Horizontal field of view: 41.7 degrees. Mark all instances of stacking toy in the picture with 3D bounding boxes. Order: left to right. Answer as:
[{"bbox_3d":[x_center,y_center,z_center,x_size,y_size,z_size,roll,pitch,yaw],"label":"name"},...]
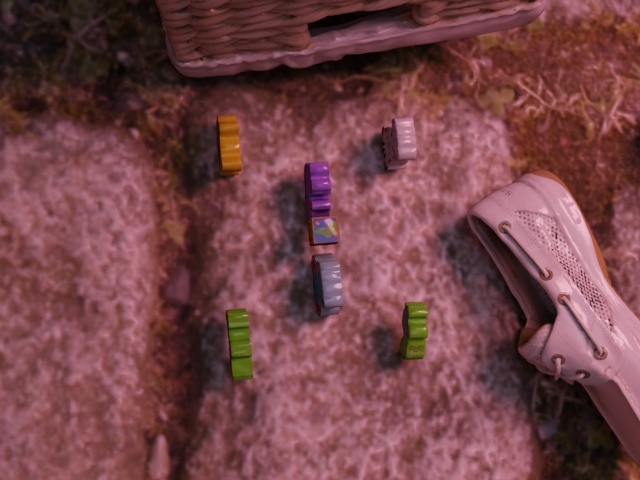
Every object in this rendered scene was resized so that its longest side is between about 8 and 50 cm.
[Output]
[{"bbox_3d":[0.000,0.000,0.710,0.167,0.052,0.221,-3,85,-10],"label":"stacking toy"}]

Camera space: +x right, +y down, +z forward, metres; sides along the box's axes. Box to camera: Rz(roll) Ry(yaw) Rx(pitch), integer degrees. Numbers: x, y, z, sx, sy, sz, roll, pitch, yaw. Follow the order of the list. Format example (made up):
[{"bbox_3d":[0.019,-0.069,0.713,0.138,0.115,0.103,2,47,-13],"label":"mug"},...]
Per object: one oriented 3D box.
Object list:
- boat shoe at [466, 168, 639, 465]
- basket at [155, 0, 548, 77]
[{"bbox_3d":[0.211,0.079,0.720,0.096,0.098,0.277,-24,78,-13],"label":"boat shoe"},{"bbox_3d":[0.008,-0.328,0.616,0.328,0.266,0.331,-9,84,0],"label":"basket"}]
